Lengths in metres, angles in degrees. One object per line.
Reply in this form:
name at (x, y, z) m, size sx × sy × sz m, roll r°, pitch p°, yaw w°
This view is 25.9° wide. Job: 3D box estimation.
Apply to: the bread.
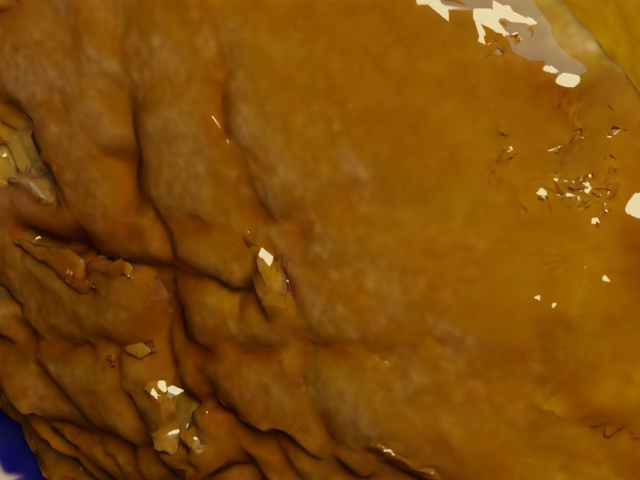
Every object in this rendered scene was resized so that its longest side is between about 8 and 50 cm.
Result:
bread at (0.000, 0.000, 0.612) m, size 0.398 × 0.398 × 0.215 m, roll 33°, pitch 41°, yaw 21°
